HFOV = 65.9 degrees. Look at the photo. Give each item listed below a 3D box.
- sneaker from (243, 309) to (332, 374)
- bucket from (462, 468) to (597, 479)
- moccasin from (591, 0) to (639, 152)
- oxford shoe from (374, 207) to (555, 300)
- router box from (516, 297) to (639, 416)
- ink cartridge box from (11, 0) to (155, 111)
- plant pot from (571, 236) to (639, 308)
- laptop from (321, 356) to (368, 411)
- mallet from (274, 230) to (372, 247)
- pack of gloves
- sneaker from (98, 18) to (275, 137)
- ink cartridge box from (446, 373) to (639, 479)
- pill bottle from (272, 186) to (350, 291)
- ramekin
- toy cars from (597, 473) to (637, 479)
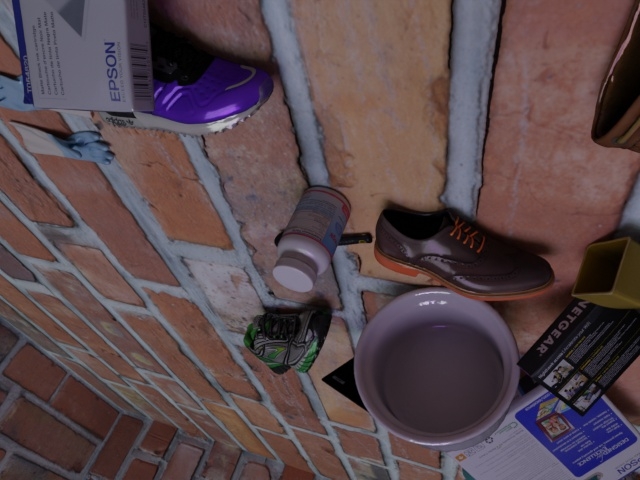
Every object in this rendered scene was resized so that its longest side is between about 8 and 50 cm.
[{"bbox_3d":[-0.091,0.234,1.174,0.146,0.134,0.343,34,145,-14],"label":"sneaker"},{"bbox_3d":[0.499,0.572,1.183,0.281,0.281,0.183,18,143,8],"label":"bucket"},{"bbox_3d":[0.274,-0.216,0.358,0.147,0.139,0.380,0,150,18],"label":"moccasin"},{"bbox_3d":[0.209,0.016,0.738,0.272,0.097,0.098,11,138,17],"label":"oxford shoe"},{"bbox_3d":[0.413,0.167,0.763,0.133,0.179,0.046,37,-174,-19],"label":"router box"},{"bbox_3d":[-0.305,-0.269,0.588,0.224,0.045,0.223,8,108,22],"label":"ink cartridge box"},{"bbox_3d":[0.407,0.053,0.661,0.083,0.081,0.081,26,169,-5],"label":"plant pot"},{"bbox_3d":[0.177,0.349,1.084,0.234,0.136,0.264,23,161,41],"label":"laptop"},{"bbox_3d":[0.000,0.000,0.893,0.190,0.039,0.062,-12,136,36],"label":"mallet"},{"bbox_3d":[-0.501,-0.208,0.890,0.232,0.046,0.195,10,145,19],"label":"pack of gloves"},{"bbox_3d":[-0.208,-0.225,0.645,0.294,0.102,0.146,6,138,22],"label":"sneaker"},{"bbox_3d":[0.454,0.409,0.990,0.304,0.072,0.307,-41,110,13],"label":"ink cartridge box"},{"bbox_3d":[-0.015,-0.002,0.782,0.087,0.160,0.087,16,146,11],"label":"pill bottle"},{"bbox_3d":[0.210,0.235,0.884,0.277,0.277,0.135,4,149,26],"label":"ramekin"},{"bbox_3d":[0.844,0.633,1.220,0.394,0.087,0.176,14,140,18],"label":"toy cars"}]
